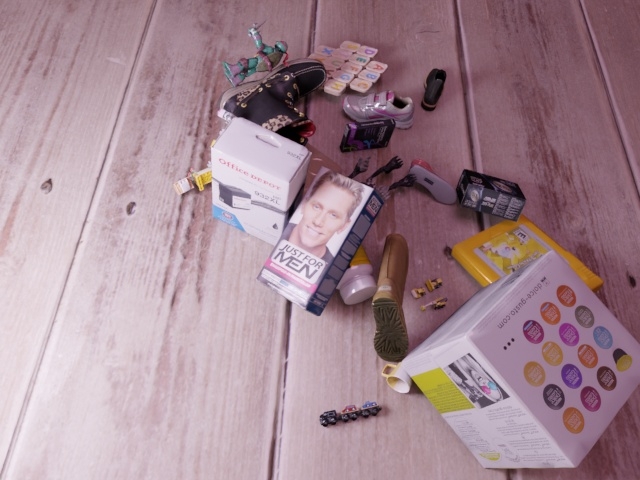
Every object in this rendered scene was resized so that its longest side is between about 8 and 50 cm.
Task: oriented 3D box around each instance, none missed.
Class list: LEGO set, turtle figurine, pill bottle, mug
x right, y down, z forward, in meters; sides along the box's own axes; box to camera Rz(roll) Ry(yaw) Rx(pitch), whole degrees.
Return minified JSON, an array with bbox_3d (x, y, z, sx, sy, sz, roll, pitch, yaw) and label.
[{"bbox_3d":[-0.328,-0.247,1.678,0.107,0.132,0.287,33,87,44],"label":"LEGO set"},{"bbox_3d":[-0.184,-0.565,1.729,0.234,0.175,0.118,-37,70,-9],"label":"turtle figurine"},{"bbox_3d":[0.072,0.061,1.547,0.119,0.119,0.208,-15,62,-18],"label":"pill bottle"},{"bbox_3d":[0.203,0.337,1.439,0.078,0.062,0.064,36,52,5],"label":"mug"}]

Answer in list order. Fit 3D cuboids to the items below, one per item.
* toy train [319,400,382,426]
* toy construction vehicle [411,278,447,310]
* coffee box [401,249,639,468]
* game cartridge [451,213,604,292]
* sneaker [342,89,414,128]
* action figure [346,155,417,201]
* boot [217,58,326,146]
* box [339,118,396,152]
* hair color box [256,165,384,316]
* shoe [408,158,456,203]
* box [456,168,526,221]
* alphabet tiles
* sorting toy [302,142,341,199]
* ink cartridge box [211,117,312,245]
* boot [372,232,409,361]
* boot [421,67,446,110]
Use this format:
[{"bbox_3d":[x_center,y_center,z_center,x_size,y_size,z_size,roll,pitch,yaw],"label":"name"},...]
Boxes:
[{"bbox_3d":[0.073,0.420,1.384,0.158,0.027,0.036,-8,50,-14],"label":"toy train"},{"bbox_3d":[0.310,0.149,1.584,0.098,0.035,0.086,-14,62,-18],"label":"toy construction vehicle"},{"bbox_3d":[0.463,0.288,1.322,0.337,0.338,0.334,-36,82,-26],"label":"coffee box"},{"bbox_3d":[0.588,0.076,1.625,0.285,0.053,0.324,-24,50,-22],"label":"game cartridge"},{"bbox_3d":[0.200,-0.454,1.888,0.252,0.111,0.103,6,58,-6],"label":"sneaker"},{"bbox_3d":[0.145,-0.171,1.691,0.275,0.141,0.164,-25,78,-24],"label":"action figure"},{"bbox_3d":[-0.098,-0.413,1.760,0.377,0.138,0.284,-24,51,-18],"label":"boot"},{"bbox_3d":[0.150,-0.332,1.802,0.162,0.116,0.029,-11,63,-16],"label":"box"},{"bbox_3d":[0.000,0.000,1.471,0.174,0.105,0.347,27,84,28],"label":"hair color box"},{"bbox_3d":[0.355,-0.189,1.781,0.178,0.063,0.081,34,31,-9],"label":"shoe"},{"bbox_3d":[0.517,-0.140,1.736,0.180,0.078,0.147,16,27,1],"label":"box"},{"bbox_3d":[0.077,-0.606,1.979,0.278,0.021,0.284,25,57,20],"label":"alphabet tiles"},{"bbox_3d":[-0.067,-0.219,1.747,0.208,0.038,0.193,40,61,9],"label":"sorting toy"},{"bbox_3d":[-0.166,-0.146,1.520,0.223,0.307,0.129,26,58,6],"label":"ink cartridge box"},{"bbox_3d":[0.199,0.149,1.510,0.089,0.236,0.269,2,34,13],"label":"boot"},{"bbox_3d":[0.412,-0.565,1.978,0.076,0.137,0.198,13,57,-2],"label":"boot"}]
